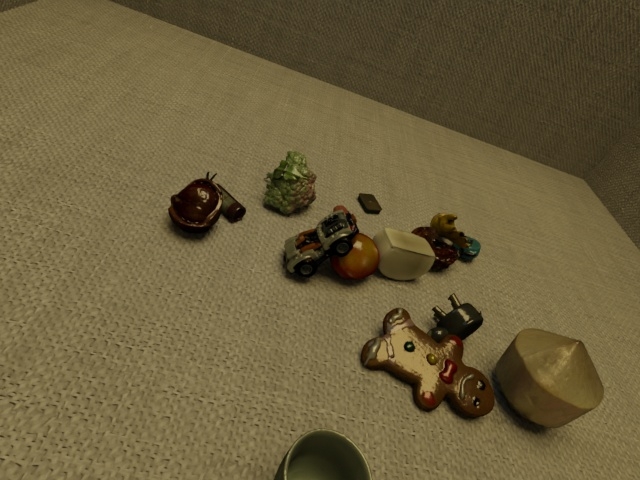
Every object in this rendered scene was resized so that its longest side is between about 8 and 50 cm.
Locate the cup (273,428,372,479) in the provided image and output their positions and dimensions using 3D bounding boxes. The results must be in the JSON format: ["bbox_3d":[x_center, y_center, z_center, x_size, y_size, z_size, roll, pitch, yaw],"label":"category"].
[{"bbox_3d":[-0.052,0.543,0.876,0.258,0.234,0.186,1,44,-28],"label":"cup"}]

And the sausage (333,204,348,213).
[{"bbox_3d":[0.108,-0.091,1.827,0.062,0.062,0.154,-4,47,-31],"label":"sausage"}]

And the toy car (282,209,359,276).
[{"bbox_3d":[0.000,-0.002,1.508,0.118,0.301,0.193,49,15,-31],"label":"toy car"}]

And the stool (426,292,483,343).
[{"bbox_3d":[0.473,0.288,1.509,0.228,0.153,0.139,-9,49,-35],"label":"stool"}]

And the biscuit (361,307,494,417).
[{"bbox_3d":[0.365,0.397,1.340,0.432,0.064,0.283,34,57,12],"label":"biscuit"}]

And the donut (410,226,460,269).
[{"bbox_3d":[0.488,0.043,1.847,0.230,0.095,0.216,38,41,17],"label":"donut"}]

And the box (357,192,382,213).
[{"bbox_3d":[0.235,-0.177,2.018,0.091,0.031,0.126,1,44,-27],"label":"box"}]

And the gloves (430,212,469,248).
[{"bbox_3d":[0.595,-0.044,1.886,0.133,0.116,0.294,38,8,-9],"label":"gloves"}]

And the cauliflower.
[{"bbox_3d":[-0.142,-0.254,1.791,0.239,0.256,0.315,-8,18,-30],"label":"cauliflower"}]

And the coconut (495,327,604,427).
[{"bbox_3d":[0.741,0.426,1.358,0.329,0.328,0.328,15,40,-12],"label":"coconut"}]

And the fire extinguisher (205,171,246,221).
[{"bbox_3d":[-0.383,-0.179,1.643,0.231,0.099,0.071,43,20,21],"label":"fire extinguisher"}]

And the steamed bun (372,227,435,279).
[{"bbox_3d":[0.317,0.061,1.679,0.242,0.164,0.146,13,39,-23],"label":"steamed bun"}]

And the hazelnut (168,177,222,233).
[{"bbox_3d":[-0.436,-0.116,1.486,0.170,0.160,0.201,0,42,11],"label":"hazelnut"}]

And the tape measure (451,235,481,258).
[{"bbox_3d":[0.684,0.034,1.969,0.125,0.080,0.146,18,33,20],"label":"tape measure"}]

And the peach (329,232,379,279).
[{"bbox_3d":[0.131,0.062,1.579,0.198,0.197,0.197,15,40,-12],"label":"peach"}]
